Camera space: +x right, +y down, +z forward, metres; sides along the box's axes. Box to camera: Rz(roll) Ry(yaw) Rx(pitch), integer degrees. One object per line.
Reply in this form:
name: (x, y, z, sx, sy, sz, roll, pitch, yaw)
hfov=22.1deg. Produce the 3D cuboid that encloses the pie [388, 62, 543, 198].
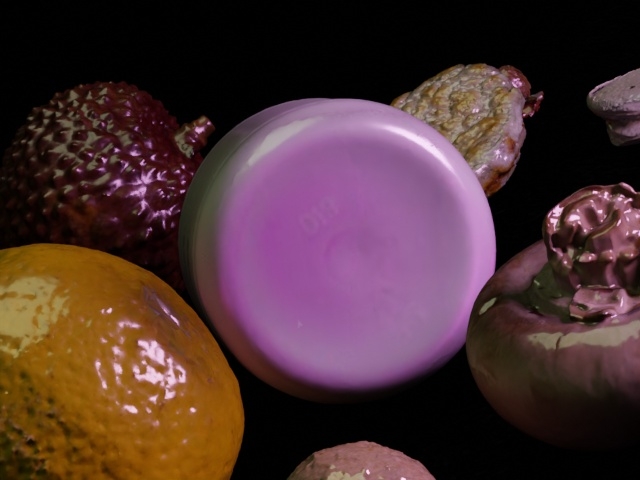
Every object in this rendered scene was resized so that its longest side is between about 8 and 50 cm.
pie: (0.110, -0.097, 1.847, 0.274, 0.105, 0.257, -17, 29, 24)

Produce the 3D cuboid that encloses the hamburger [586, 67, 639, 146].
hamburger: (0.358, -0.152, 1.743, 0.140, 0.062, 0.133, -25, 17, 8)

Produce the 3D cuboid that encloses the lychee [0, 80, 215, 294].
lychee: (-0.246, -0.044, 1.883, 0.304, 0.276, 0.276, -40, 17, 6)

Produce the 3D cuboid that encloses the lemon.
lemon: (-0.198, 0.133, 1.295, 0.253, 0.310, 0.253, -43, 0, 0)

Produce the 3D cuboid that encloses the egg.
egg: (0.028, 0.196, 1.124, 0.140, 0.118, 0.116, 3, 75, 39)

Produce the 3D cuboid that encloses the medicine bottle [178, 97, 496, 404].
medicine bottle: (0.000, 0.000, 1.470, 0.256, 0.256, 0.325, -27, 8, -7)

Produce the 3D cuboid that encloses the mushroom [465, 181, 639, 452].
mushroom: (0.209, 0.050, 1.181, 0.226, 0.178, 0.226, -24, 25, 12)
